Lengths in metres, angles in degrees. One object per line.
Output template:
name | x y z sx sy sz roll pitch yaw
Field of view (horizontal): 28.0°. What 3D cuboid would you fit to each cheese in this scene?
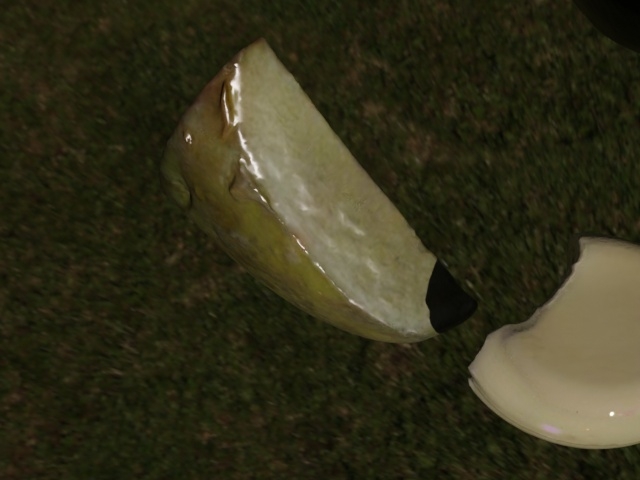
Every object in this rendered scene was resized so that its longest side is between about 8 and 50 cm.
cheese | 0.240 0.089 0.905 0.249 0.071 0.163 21 65 13

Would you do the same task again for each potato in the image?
potato | 0.000 0.000 1.022 0.255 0.269 0.112 43 78 8

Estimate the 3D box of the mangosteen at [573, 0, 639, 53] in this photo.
mangosteen | 0.311 -0.280 0.961 0.313 0.297 0.297 -24 68 37
